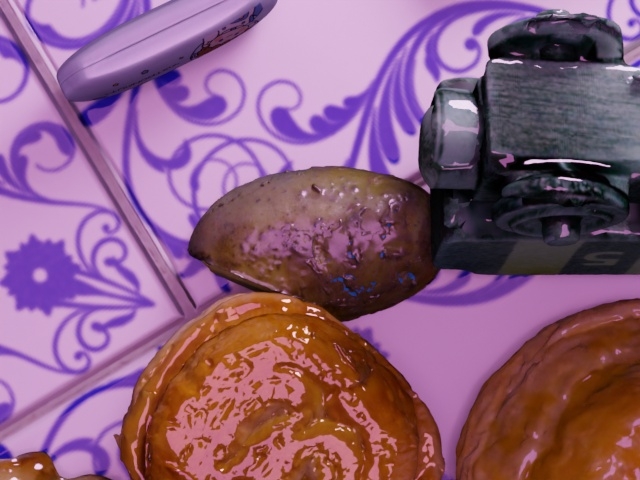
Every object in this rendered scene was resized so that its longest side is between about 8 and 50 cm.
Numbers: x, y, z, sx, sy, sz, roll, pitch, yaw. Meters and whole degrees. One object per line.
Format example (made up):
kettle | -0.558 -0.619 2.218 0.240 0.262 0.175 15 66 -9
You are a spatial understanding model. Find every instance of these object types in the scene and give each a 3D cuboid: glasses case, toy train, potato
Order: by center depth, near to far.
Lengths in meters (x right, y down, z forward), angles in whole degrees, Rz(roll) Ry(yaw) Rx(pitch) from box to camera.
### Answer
toy train | 0.213 -0.063 1.320 0.299 0.238 0.167 1 76 -4
glasses case | -0.115 -0.153 1.397 0.178 0.067 0.045 -26 87 -3
potato | 0.000 0.000 1.404 0.198 0.054 0.119 10 90 -2

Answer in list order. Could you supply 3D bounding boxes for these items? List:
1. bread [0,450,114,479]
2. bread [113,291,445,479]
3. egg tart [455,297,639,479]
bread | -0.218 0.285 1.348 0.174 0.251 0.133 22 130 -2
bread | -0.026 0.153 1.362 0.236 0.120 0.198 41 85 0
egg tart | 0.250 0.199 1.367 0.319 0.128 0.319 0 87 -4
